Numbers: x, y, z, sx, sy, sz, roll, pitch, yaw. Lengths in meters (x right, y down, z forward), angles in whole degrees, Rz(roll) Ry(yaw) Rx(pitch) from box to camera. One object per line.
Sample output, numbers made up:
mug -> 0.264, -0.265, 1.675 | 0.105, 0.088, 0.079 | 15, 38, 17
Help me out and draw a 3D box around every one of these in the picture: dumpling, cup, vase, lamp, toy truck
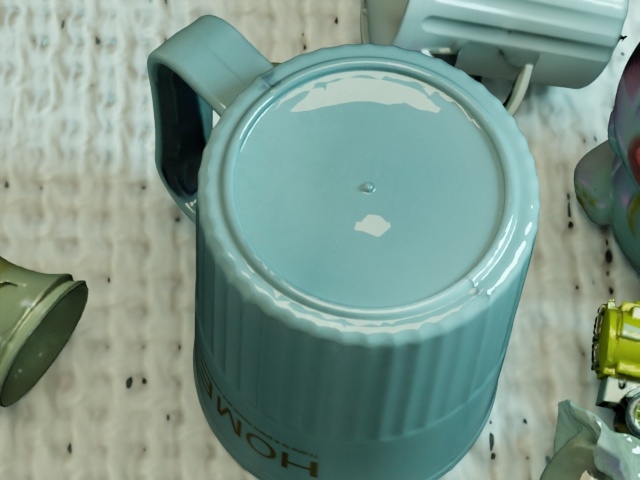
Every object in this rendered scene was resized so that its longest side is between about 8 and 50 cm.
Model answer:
dumpling -> 0.227, 0.203, 1.421 | 0.108, 0.127, 0.188 | -5, 63, -17
cup -> 0.146, -0.195, 1.592 | 0.202, 0.167, 0.221 | 9, 97, -15
vase -> -0.350, -0.002, 1.483 | 0.321, 0.173, 0.173 | 36, 67, 7
lamp -> 0.346, -0.077, 1.465 | 0.247, 0.301, 0.247 | -22, 68, -13
toy truck -> 0.327, 0.119, 1.467 | 0.226, 0.098, 0.114 | 11, 81, 3
cup -> 0.021, -0.001, 1.408 | 0.256, 0.311, 0.331 | -11, 65, -8

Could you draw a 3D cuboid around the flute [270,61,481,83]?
flute -> 0.027, -0.147, 1.638 | 0.233, 0.027, 0.027 | 3, 64, -1
